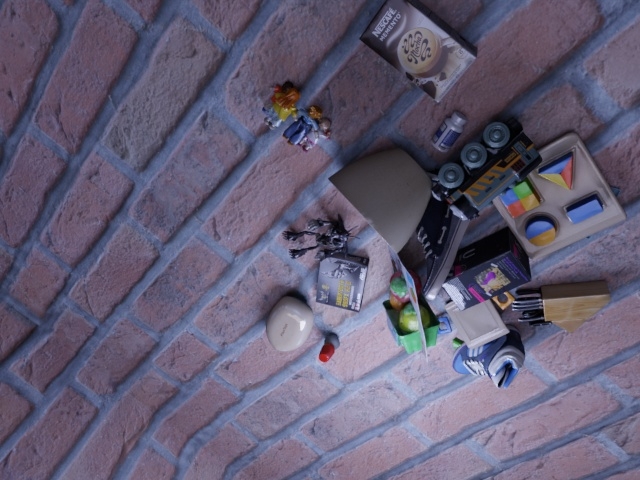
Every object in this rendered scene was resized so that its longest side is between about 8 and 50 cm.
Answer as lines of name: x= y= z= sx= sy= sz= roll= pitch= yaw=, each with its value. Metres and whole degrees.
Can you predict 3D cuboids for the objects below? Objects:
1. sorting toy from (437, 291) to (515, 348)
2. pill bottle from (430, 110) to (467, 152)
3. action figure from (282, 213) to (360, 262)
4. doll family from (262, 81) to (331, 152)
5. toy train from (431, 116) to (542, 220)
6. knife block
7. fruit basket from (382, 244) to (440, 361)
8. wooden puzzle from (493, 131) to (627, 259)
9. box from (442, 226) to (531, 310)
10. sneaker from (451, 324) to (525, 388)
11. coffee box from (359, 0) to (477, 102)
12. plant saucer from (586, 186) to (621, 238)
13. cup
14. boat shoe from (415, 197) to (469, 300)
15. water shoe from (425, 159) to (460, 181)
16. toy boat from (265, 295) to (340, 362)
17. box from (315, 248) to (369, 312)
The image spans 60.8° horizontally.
sorting toy: x=0.582 y=0.285 z=2.023 sx=0.347 sy=0.047 sz=0.196 roll=-38 pitch=80 yaw=38
pill bottle: x=0.404 y=-0.341 z=1.707 sx=0.067 sy=0.067 sz=0.120 roll=31 pitch=125 yaw=-3
action figure: x=0.000 y=0.000 z=1.989 sx=0.275 sy=0.141 sz=0.164 roll=-12 pitch=92 yaw=27
doll family: x=-0.078 y=-0.401 z=1.782 sx=0.263 sy=0.118 sz=0.163 roll=42 pitch=123 yaw=-11
toy train: x=0.502 y=-0.213 z=1.655 sx=0.334 sy=0.142 sz=0.190 roll=-43 pitch=83 yaw=10
knife block: x=0.820 y=0.202 z=1.903 sx=0.242 sy=0.088 sz=0.276 roll=30 pitch=125 yaw=-4
fruit basket: x=0.293 y=0.205 z=1.929 sx=0.165 sy=0.327 sz=0.353 roll=-22 pitch=117 yaw=1
wooden puzzle: x=0.733 y=-0.119 z=1.723 sx=0.322 sy=0.080 sz=0.348 roll=-31 pitch=105 yaw=31
box: x=0.560 y=0.098 z=1.870 sx=0.270 sy=0.165 sz=0.143 roll=-30 pitch=109 yaw=29
sneaker: x=0.617 y=0.470 z=2.039 sx=0.130 sy=0.236 sz=0.322 roll=43 pitch=122 yaw=-11
coffee box: x=0.283 y=-0.566 z=1.573 sx=0.297 sy=0.119 sz=0.168 roll=36 pitch=125 yaw=-7
plant saucer: x=0.879 y=-0.093 z=1.748 sx=0.067 sy=0.018 sz=0.192 roll=20 pitch=123 yaw=4
cup: x=0.219 y=-0.158 z=1.756 sx=0.237 sy=0.331 sz=0.331 roll=-43 pitch=103 yaw=6
boat shoe: x=0.374 y=0.020 z=1.821 sx=0.158 sy=0.341 sz=0.127 roll=24 pitch=163 yaw=9
water shoe: x=0.438 y=-0.223 z=1.781 sx=0.202 sy=0.073 sz=0.080 roll=9 pitch=91 yaw=17
toy boat: x=-0.071 y=0.379 z=2.263 sx=0.318 sy=0.148 sz=0.268 roll=33 pitch=119 yaw=4
box: x=0.083 y=0.157 z=2.116 sx=0.182 sy=0.056 sz=0.231 roll=13 pitch=123 yaw=8
